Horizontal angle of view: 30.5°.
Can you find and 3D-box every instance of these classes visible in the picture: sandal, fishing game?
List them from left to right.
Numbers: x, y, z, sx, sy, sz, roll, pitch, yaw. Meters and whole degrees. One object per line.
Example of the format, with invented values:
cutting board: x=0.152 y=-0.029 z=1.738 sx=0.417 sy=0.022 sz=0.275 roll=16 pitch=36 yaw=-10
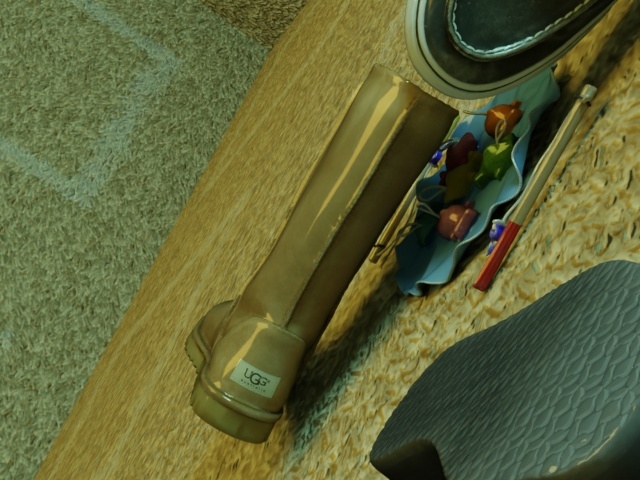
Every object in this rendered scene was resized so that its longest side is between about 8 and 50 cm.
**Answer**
fishing game: x=0.097 y=-0.050 z=0.795 sx=0.189 sy=0.041 sz=0.264 roll=-60 pitch=11 yaw=0
sandal: x=0.083 y=0.066 z=0.445 sx=0.097 sy=0.054 sz=0.254 roll=-52 pitch=1 yaw=-11

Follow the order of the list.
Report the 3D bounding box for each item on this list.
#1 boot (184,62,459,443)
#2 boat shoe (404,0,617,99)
boot: x=0.000 y=0.000 z=0.881 sx=0.269 sy=0.089 sz=0.236 roll=-61 pitch=13 yaw=7
boat shoe: x=0.174 y=-0.217 z=0.670 sx=0.335 sy=0.121 sz=0.119 roll=-49 pitch=12 yaw=7
